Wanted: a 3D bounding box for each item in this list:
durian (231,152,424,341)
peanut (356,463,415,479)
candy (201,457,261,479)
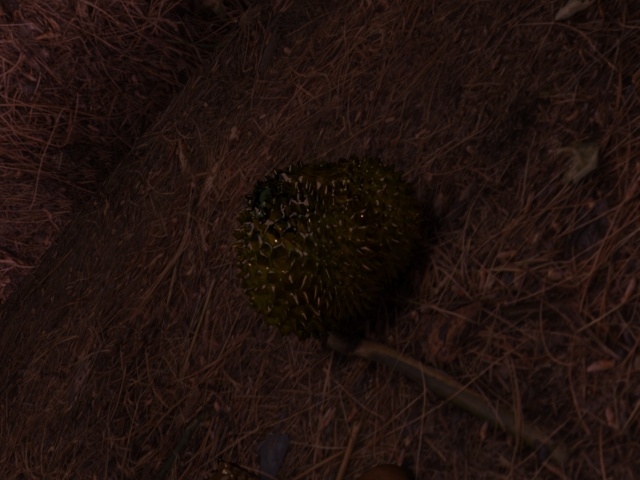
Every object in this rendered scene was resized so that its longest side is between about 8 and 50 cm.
[{"bbox_3d":[-0.003,-0.002,1.553,0.291,0.225,0.291,-42,25,24],"label":"durian"},{"bbox_3d":[0.081,0.300,1.253,0.076,0.076,0.152,-56,21,3],"label":"peanut"},{"bbox_3d":[-0.120,0.356,1.494,0.095,0.110,0.085,-45,19,42],"label":"candy"}]
